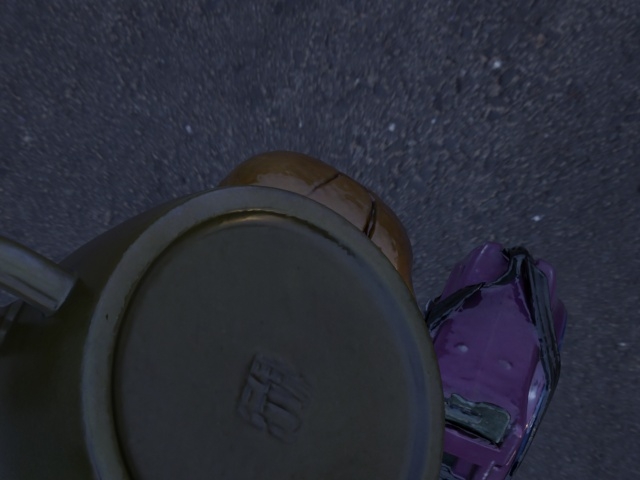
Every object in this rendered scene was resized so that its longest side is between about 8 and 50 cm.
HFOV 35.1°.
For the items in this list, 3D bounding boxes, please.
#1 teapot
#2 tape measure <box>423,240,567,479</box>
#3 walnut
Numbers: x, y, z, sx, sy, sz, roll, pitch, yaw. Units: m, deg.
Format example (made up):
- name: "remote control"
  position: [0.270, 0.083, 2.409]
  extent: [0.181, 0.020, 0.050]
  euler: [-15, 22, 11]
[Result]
- name: "teapot"
  position: [-0.074, 0.076, 0.463]
  extent: [0.267, 0.175, 0.186]
  euler: [36, 54, -24]
- name: "tape measure"
  position: [0.142, 0.124, 0.964]
  extent: [0.149, 0.245, 0.231]
  euler: [20, 48, 7]
- name: "walnut"
  position: [0.000, 0.000, 1.287]
  extent: [0.298, 0.203, 0.203]
  euler: [30, 85, 4]
